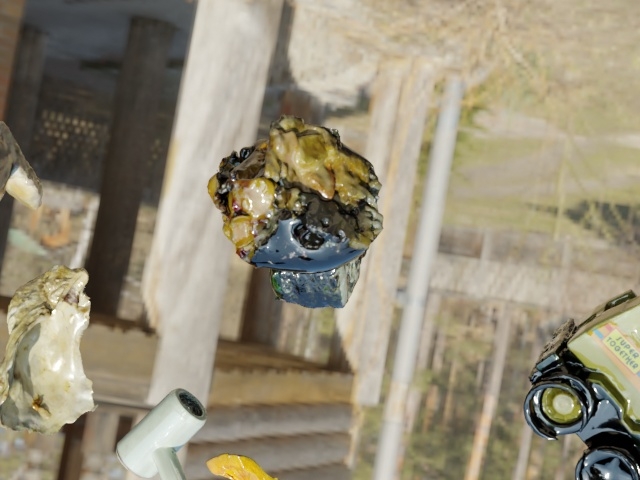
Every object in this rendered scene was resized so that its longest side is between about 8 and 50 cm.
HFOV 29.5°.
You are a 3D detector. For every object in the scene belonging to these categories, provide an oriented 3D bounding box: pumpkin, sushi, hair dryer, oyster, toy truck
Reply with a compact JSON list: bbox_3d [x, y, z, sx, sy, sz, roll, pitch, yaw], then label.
[{"bbox_3d":[-0.090,0.291,1.484,0.101,0.035,0.073,34,154,-32],"label":"pumpkin"},{"bbox_3d":[-0.043,-0.054,1.597,0.200,0.213,0.204,36,137,-23],"label":"sushi"},{"bbox_3d":[-0.200,0.330,1.710,0.073,0.131,0.236,33,-161,-41],"label":"hair dryer"},{"bbox_3d":[-0.381,0.147,1.662,0.107,0.233,0.161,5,168,29],"label":"oyster"},{"bbox_3d":[0.000,0.000,1.783,0.127,0.225,0.124,5,132,15],"label":"sushi"},{"bbox_3d":[0.272,0.161,0.899,0.127,0.257,0.127,-37,177,24],"label":"toy truck"}]

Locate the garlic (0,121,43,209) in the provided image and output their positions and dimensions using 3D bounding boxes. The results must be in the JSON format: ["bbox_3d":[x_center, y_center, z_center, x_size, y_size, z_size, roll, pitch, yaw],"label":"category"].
[{"bbox_3d":[-0.483,-0.033,1.463,0.325,0.132,0.279,-33,179,-22],"label":"garlic"}]
